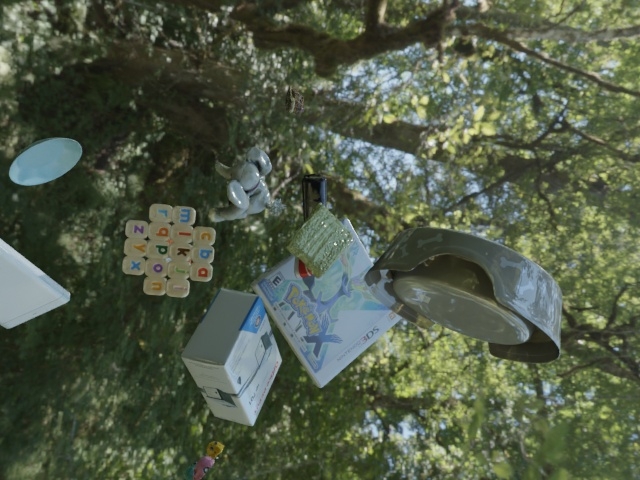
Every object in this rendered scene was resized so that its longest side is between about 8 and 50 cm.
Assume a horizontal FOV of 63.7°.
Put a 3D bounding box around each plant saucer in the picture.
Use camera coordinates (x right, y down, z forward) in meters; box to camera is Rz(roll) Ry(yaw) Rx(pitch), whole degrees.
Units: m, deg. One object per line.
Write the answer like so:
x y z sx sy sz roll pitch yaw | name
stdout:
-0.745 -0.223 1.389 0.037 0.195 0.195 54 -31 8 | plant saucer

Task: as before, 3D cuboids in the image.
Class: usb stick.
-0.017 -0.085 1.649 0.045 0.077 0.277 -90 179 -56 | usb stick

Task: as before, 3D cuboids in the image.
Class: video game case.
0.028 0.156 1.312 0.329 0.300 0.036 60 -21 -16 | video game case

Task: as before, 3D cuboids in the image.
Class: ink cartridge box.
-0.140 0.195 0.857 0.190 0.082 0.139 78 27 -43 | ink cartridge box

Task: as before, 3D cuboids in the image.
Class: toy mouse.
-0.283 0.528 1.200 0.143 0.031 0.161 -46 -179 -29 | toy mouse

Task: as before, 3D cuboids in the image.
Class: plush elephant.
-0.317 -0.226 2.078 0.271 0.330 0.255 -60 147 -31 | plush elephant

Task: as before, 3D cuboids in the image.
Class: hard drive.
-0.984 0.130 1.575 0.353 0.233 0.047 64 2 -49 | hard drive

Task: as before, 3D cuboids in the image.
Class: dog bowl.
0.256 0.096 0.919 0.102 0.349 0.349 -63 -167 -18 | dog bowl

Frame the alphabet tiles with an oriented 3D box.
-0.471 0.031 1.607 0.021 0.278 0.283 -165 -100 -89 | alphabet tiles

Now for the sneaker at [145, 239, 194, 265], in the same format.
-0.533 0.053 1.846 0.121 0.262 0.099 -5 -117 32 | sneaker

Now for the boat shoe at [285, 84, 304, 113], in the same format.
-0.093 -0.508 1.874 0.178 0.060 0.064 -100 -154 -51 | boat shoe

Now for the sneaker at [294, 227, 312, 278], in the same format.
-0.023 0.024 1.151 0.067 0.042 0.118 -9 -109 28 | sneaker

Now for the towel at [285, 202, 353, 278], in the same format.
0.000 0.000 1.063 0.027 0.110 0.148 -33 -164 50 | towel
